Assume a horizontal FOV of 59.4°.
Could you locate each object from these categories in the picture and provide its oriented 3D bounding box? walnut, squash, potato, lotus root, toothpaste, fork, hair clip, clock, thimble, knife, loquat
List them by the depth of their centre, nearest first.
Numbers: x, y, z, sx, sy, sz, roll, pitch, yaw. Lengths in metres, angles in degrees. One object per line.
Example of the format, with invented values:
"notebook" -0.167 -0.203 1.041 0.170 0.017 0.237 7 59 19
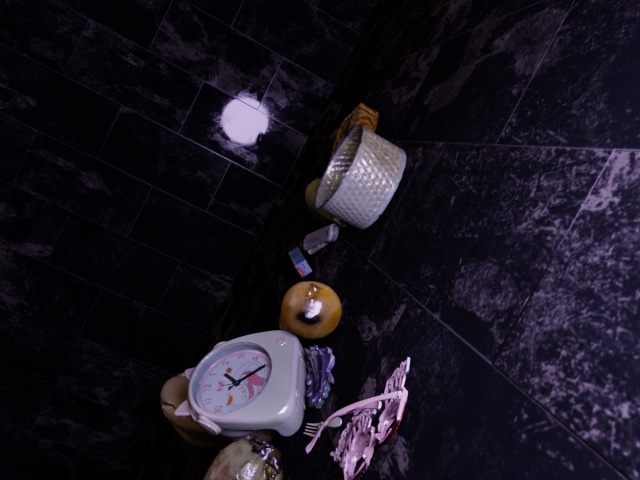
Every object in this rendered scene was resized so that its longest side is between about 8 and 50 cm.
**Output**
"fork" 0.009 0.377 1.141 0.034 0.029 0.219 -62 4 -28
"lotus root" -0.189 0.580 1.212 0.309 0.173 0.173 -64 13 -20
"hair clip" -0.010 0.312 1.324 0.195 0.052 0.124 -101 34 -60
"clock" -0.198 0.363 1.399 0.325 0.108 0.265 -10 41 13
"loquat" -0.023 0.173 1.400 0.163 0.163 0.137 -53 30 36
"thimble" 0.105 -0.171 1.566 0.270 0.150 0.270 -57 15 24
"walnut" -0.066 0.230 1.576 0.105 0.105 0.124 -46 26 50
"potato" -0.346 0.532 1.738 0.242 0.286 0.242 177 90 -74
"squash" 0.045 -0.127 1.795 0.137 0.137 0.287 -62 20 5
"knife" 0.001 -0.003 1.875 0.266 0.041 0.073 153 130 -67
"toothpaste" -0.066 0.081 1.947 0.044 0.070 0.193 -34 16 -1

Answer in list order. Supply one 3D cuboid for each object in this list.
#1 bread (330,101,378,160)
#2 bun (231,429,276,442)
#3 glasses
"bread" 0.119 -0.356 1.960 0.181 0.096 0.222 -40 29 58
"bun" -0.169 0.468 1.467 0.167 0.113 0.173 -30 31 17
"glasses" 0.068 0.304 0.970 0.255 0.095 0.162 -54 -1 26
